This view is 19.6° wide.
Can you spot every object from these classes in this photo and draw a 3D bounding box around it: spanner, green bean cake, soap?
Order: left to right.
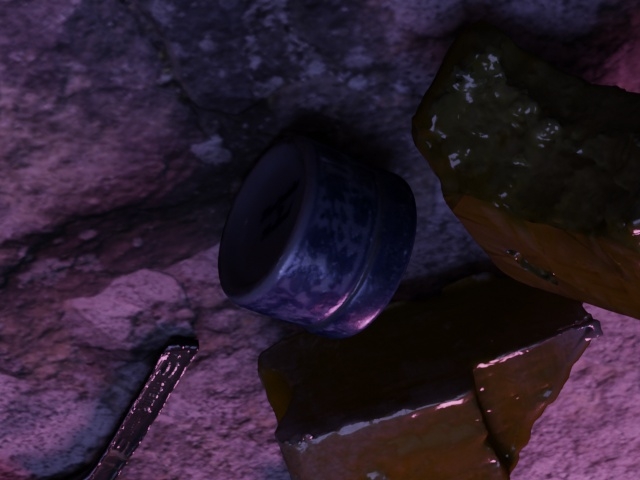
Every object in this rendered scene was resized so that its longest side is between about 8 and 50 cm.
[{"bbox_3d":[-0.188,0.198,1.772,0.093,0.026,0.325,17,132,-20],"label":"spanner"},{"bbox_3d":[0.135,0.205,1.654,0.304,0.169,0.338,-17,127,3],"label":"soap"},{"bbox_3d":[0.204,-0.045,1.382,0.236,0.124,0.233,19,159,39],"label":"green bean cake"}]

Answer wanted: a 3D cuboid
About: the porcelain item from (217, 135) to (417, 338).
[{"bbox_3d":[0.000,0.000,1.486,0.114,0.147,0.147,22,131,-25],"label":"porcelain item"}]
